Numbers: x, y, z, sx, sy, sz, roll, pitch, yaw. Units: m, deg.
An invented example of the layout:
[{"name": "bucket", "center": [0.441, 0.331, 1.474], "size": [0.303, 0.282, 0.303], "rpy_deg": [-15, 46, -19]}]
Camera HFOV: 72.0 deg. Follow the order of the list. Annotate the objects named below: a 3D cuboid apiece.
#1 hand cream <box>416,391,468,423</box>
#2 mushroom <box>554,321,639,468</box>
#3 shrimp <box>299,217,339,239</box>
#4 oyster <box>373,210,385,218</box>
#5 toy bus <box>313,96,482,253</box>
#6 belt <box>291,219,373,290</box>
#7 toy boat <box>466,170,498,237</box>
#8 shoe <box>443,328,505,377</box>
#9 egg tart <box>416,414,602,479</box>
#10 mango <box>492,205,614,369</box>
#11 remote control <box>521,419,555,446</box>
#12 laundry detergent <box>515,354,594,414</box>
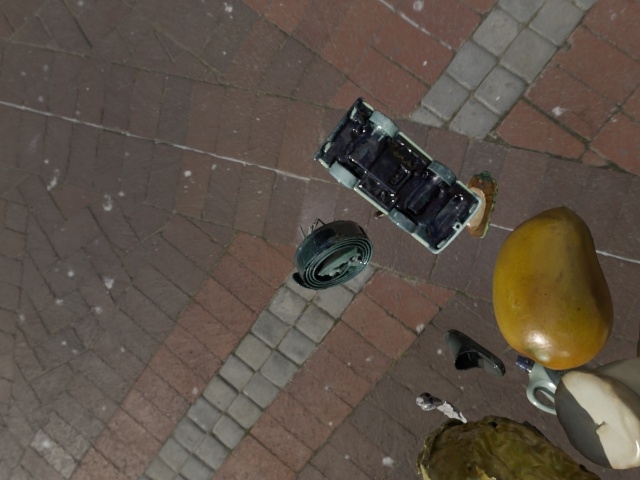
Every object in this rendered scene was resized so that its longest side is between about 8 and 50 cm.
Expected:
[{"name": "hand cream", "center": [0.374, 0.520, 1.362], "size": [0.084, 0.257, 0.050], "rpy_deg": [-9, 56, 48]}, {"name": "mushroom", "center": [0.494, 0.171, 0.500], "size": [0.315, 0.356, 0.315], "rpy_deg": [-25, 55, 41]}, {"name": "shrimp", "center": [0.000, 0.001, 1.523], "size": [0.172, 0.372, 0.137], "rpy_deg": [9, 61, 5]}, {"name": "oyster", "center": [0.294, -0.160, 1.654], "size": [0.100, 0.275, 0.271], "rpy_deg": [47, 145, 0]}, {"name": "toy bus", "center": [0.131, -0.116, 0.787], "size": [0.276, 0.164, 0.133], "rpy_deg": [38, 101, -11]}, {"name": "belt", "center": [0.029, 0.050, 1.356], "size": [0.268, 0.206, 0.116], "rpy_deg": [-29, 49, -2]}, {"name": "toy boat", "center": [0.540, -0.094, 1.509], "size": [0.108, 0.099, 0.292], "rpy_deg": [25, 142, 35]}, {"name": "shoe", "center": [0.476, 0.380, 1.433], "size": [0.093, 0.241, 0.108], "rpy_deg": [-37, 124, -18]}, {"name": "egg tart", "center": [0.255, 0.302, 0.530], "size": [0.279, 0.279, 0.095], "rpy_deg": [21, 105, 9]}, {"name": "mango", "center": [0.456, 0.093, 0.880], "size": [0.211, 0.173, 0.317], "rpy_deg": [-6, 78, 40]}, {"name": "remote control", "center": [0.435, 0.414, 0.822], "size": [0.042, 0.222, 0.072], "rpy_deg": [-43, 92, 9]}, {"name": "laundry detergent", "center": [0.792, 0.480, 1.478], "size": [0.281, 0.105, 0.214], "rpy_deg": [22, 59, 16]}]
